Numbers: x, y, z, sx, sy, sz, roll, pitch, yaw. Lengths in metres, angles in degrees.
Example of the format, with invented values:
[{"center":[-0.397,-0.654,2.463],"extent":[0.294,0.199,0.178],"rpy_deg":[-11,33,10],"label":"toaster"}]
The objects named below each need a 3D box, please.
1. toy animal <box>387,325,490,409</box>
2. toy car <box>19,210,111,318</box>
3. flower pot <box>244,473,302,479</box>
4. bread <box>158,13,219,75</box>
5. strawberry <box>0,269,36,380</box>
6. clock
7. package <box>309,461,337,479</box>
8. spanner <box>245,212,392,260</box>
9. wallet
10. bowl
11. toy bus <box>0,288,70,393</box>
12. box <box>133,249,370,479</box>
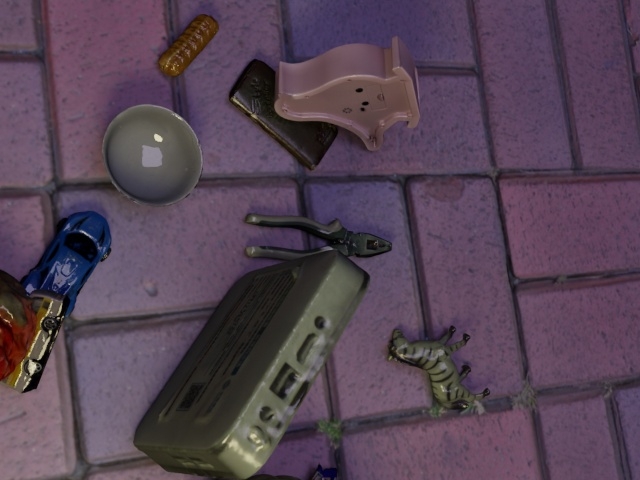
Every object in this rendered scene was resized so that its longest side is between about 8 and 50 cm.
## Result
[{"center":[0.240,0.262,2.022],"extent":[0.176,0.073,0.217],"rpy_deg":[-28,99,-25],"label":"toy animal"},{"center":[-0.433,0.041,1.690],"extent":[0.103,0.063,0.216],"rpy_deg":[36,65,-18],"label":"toy car"},{"center":[-0.111,0.550,1.669],"extent":[0.307,0.244,0.308],"rpy_deg":[6,76,-27],"label":"flower pot"},{"center":[-0.252,-0.375,1.885],"extent":[0.052,0.044,0.157],"rpy_deg":[40,63,-10],"label":"bread"},{"center":[-0.592,0.181,1.520],"extent":[0.265,0.149,0.336],"rpy_deg":[38,83,23],"label":"strawberry"},{"center":[0.062,-0.276,1.948],"extent":[0.275,0.290,0.080],"rpy_deg":[-7,65,13],"label":"clock"},{"center":[-0.009,0.476,1.862],"extent":[0.077,0.033,0.111],"rpy_deg":[33,79,-45],"label":"package"},{"center":[0.000,0.000,1.955],"extent":[0.324,0.040,0.096],"rpy_deg":[6,78,-27],"label":"spanner"},{"center":[-0.071,-0.255,1.970],"extent":[0.232,0.031,0.122],"rpy_deg":[39,64,-18],"label":"wallet"},{"center":[-0.314,-0.144,1.781],"extent":[0.189,0.086,0.189],"rpy_deg":[5,79,-27],"label":"bowl"},{"center":[-0.472,0.162,1.612],"extent":[0.072,0.057,0.172],"rpy_deg":[22,95,-9],"label":"toy bus"},{"center":[-0.119,0.206,1.642],"extent":[0.111,0.396,0.396],"rpy_deg":[41,64,-18],"label":"box"}]
